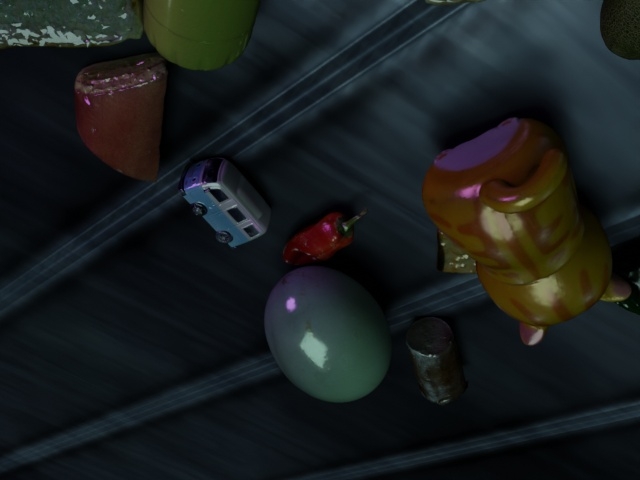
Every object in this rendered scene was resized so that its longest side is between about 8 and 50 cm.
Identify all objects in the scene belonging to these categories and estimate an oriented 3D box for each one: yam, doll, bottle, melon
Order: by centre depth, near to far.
[{"bbox_3d":[0.304,-0.220,0.624,0.099,0.099,0.162,25,143,-12],"label":"melon"},{"bbox_3d":[-0.096,-0.273,0.653,0.112,0.112,0.260,20,147,-5],"label":"bottle"},{"bbox_3d":[0.231,-0.014,0.834,0.166,0.162,0.269,-25,134,25],"label":"doll"},{"bbox_3d":[0.179,0.187,1.132,0.079,0.079,0.141,-2,134,19],"label":"yam"}]

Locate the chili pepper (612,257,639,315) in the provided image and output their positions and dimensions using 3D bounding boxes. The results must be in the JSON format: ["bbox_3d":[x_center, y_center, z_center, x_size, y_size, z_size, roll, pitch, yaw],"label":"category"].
[{"bbox_3d":[0.447,0.026,0.840,0.148,0.116,0.264,21,140,-11],"label":"chili pepper"}]

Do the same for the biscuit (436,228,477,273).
[{"bbox_3d":[0.194,0.015,0.980,0.081,0.018,0.083,4,139,13],"label":"biscuit"}]

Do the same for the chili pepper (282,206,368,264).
[{"bbox_3d":[-0.001,0.000,0.999,0.059,0.050,0.191,18,150,-29],"label":"chili pepper"}]

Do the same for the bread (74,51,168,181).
[{"bbox_3d":[-0.244,-0.152,0.889,0.119,0.067,0.192,17,139,-2],"label":"bread"}]

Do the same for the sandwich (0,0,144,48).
[{"bbox_3d":[-0.326,-0.293,0.684,0.301,0.099,0.271,-5,141,1],"label":"sandwich"}]

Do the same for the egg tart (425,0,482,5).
[{"bbox_3d":[0.104,-0.320,0.552,0.345,0.132,0.345,10,137,9],"label":"egg tart"}]

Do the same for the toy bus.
[{"bbox_3d":[-0.122,-0.053,0.970,0.074,0.060,0.123,-18,131,27],"label":"toy bus"}]

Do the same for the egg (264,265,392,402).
[{"bbox_3d":[0.011,0.134,1.054,0.168,0.168,0.231,-12,132,28],"label":"egg"}]
